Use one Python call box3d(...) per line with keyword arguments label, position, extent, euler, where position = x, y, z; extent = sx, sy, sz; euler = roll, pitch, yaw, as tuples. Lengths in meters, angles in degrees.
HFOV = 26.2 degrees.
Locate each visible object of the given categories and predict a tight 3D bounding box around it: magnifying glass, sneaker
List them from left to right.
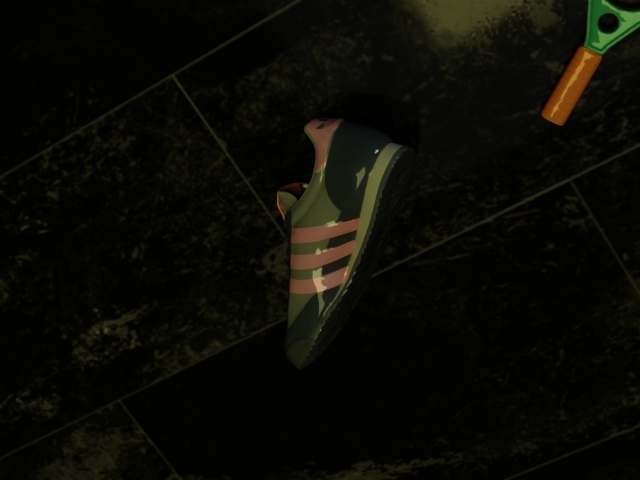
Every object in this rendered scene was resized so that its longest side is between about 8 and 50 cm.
box3d(label="sneaker", position=(0.000, 0.000, 1.611), extent=(0.131, 0.112, 0.319), euler=(29, 117, 14))
box3d(label="magnifying glass", position=(0.302, -0.225, 1.467), extent=(0.092, 0.026, 0.231), euler=(25, 120, -3))
